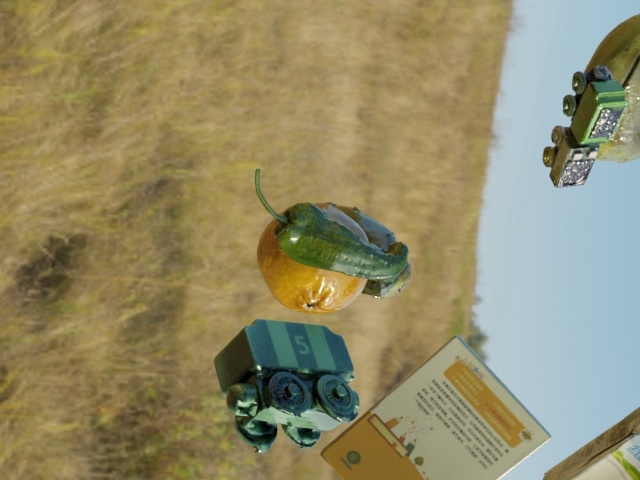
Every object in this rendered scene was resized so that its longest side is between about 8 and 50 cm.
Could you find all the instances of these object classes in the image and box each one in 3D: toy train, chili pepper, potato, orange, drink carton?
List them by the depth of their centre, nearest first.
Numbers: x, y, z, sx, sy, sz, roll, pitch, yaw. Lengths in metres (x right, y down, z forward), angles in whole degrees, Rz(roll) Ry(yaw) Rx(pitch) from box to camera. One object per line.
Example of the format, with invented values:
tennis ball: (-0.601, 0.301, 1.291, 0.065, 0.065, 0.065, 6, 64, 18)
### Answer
chili pepper: (0.000, -0.001, 1.085, 0.072, 0.203, 0.073, 131, -19, -70)
toy train: (0.366, -0.152, 1.300, 0.202, 0.060, 0.081, 98, -18, -51)
orange: (-0.010, 0.030, 1.401, 0.155, 0.177, 0.178, -56, 154, -45)
potato: (0.484, -0.234, 1.458, 0.169, 0.143, 0.248, -21, 136, -46)
drink carton: (0.513, 0.422, 1.551, 0.132, 0.194, 0.325, -40, 170, -45)
potato: (0.066, 0.011, 1.611, 0.225, 0.117, 0.090, 45, -25, 28)
toy train: (-0.065, 0.283, 1.844, 0.167, 0.299, 0.238, -44, -130, 34)

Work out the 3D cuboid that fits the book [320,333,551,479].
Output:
book: (0.170, 0.311, 1.417, 0.295, 0.208, 0.020, -43, 177, 17)
